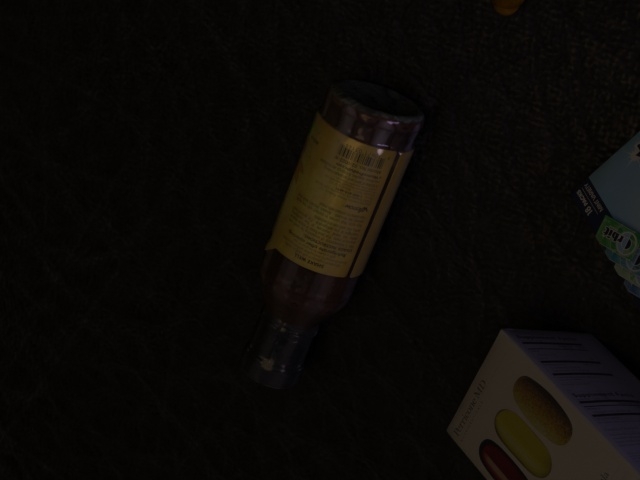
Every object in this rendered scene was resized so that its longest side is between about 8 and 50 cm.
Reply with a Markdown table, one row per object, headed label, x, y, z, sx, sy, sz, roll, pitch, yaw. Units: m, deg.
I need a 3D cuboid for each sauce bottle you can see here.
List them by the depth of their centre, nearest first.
| label | x | y | z | sx | sy | sz | roll | pitch | yaw |
| --- | --- | --- | --- | --- | --- | --- | --- | --- | --- |
| sauce bottle | 0.000 | 0.000 | 1.516 | 0.111 | 0.111 | 0.344 | 29 | 113 | 16 |

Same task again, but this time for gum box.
| label | x | y | z | sx | sy | sz | roll | pitch | yaw |
| --- | --- | --- | --- | --- | --- | --- | --- | --- | --- |
| gum box | 0.344 | -0.041 | 1.344 | 0.184 | 0.041 | 0.157 | -44 | 52 | 27 |

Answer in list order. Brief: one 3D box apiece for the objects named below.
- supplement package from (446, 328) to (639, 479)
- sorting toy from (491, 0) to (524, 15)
| label | x | y | z | sx | sy | sz | roll | pitch | yaw |
| --- | --- | --- | --- | --- | --- | --- | --- | --- | --- |
| supplement package | 0.259 | 0.210 | 1.379 | 0.244 | 0.134 | 0.139 | 48 | 123 | 44 |
| sorting toy | 0.078 | -0.315 | 1.421 | 0.366 | 0.127 | 0.126 | 23 | 142 | 21 |
